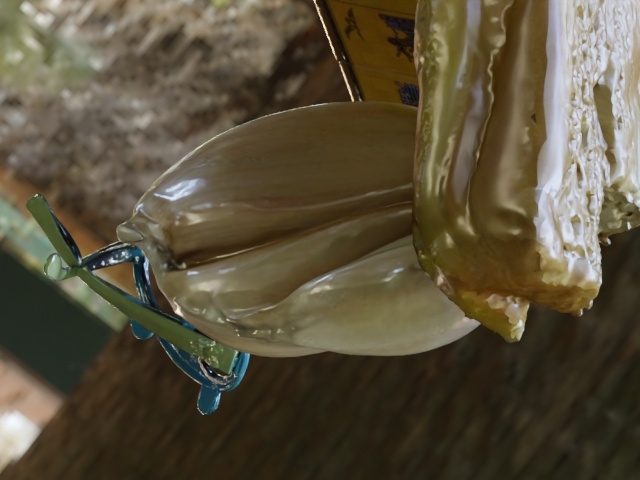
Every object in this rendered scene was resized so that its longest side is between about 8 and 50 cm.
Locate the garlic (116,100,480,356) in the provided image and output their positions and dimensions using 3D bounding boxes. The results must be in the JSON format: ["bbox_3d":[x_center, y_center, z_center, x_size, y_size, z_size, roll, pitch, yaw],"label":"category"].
[{"bbox_3d":[0.000,0.000,1.189,0.217,0.228,0.110,-81,166,-51],"label":"garlic"}]

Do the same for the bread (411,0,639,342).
[{"bbox_3d":[0.120,-0.121,1.113,0.109,0.380,0.185,-12,-28,26],"label":"bread"}]

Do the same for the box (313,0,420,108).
[{"bbox_3d":[0.091,-0.184,1.405,0.193,0.084,0.301,14,-34,31],"label":"box"}]

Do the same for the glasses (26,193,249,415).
[{"bbox_3d":[-0.152,0.025,1.621,0.207,0.102,0.239,45,-2,-39],"label":"glasses"}]
